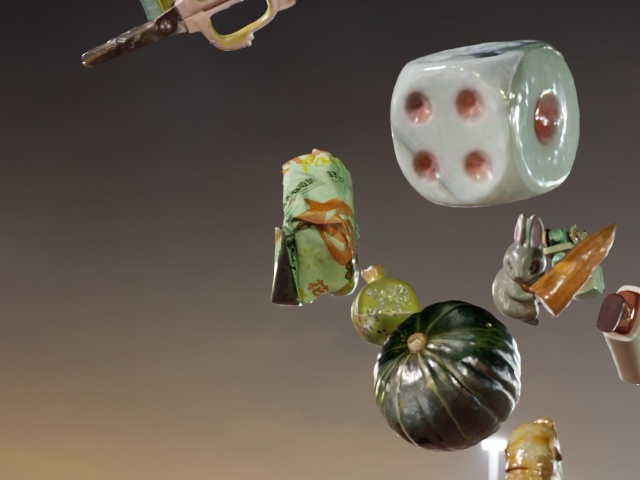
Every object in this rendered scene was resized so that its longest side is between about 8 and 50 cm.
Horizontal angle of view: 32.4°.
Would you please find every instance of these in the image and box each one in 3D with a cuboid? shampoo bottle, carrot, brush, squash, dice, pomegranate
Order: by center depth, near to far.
[{"bbox_3d":[0.177,0.187,1.528,0.172,0.218,0.218,37,-30,-22],"label":"squash"},{"bbox_3d":[0.533,0.148,1.913,0.071,0.153,0.284,14,-12,32],"label":"shampoo bottle"},{"bbox_3d":[-0.250,-0.434,1.926,0.010,0.082,0.218,-18,9,33],"label":"brush"},{"bbox_3d":[0.466,0.044,1.984,0.072,0.205,0.072,44,-6,6],"label":"carrot"},{"bbox_3d":[0.305,-0.219,2.038,0.262,0.268,0.264,2,20,41],"label":"dice"},{"bbox_3d":[0.124,0.138,2.155,0.143,0.169,0.122,-15,-44,-24],"label":"pomegranate"}]

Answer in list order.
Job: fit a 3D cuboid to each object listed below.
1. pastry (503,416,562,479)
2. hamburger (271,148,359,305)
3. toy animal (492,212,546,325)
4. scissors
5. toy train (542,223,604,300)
[{"bbox_3d":[0.372,0.423,1.909,0.100,0.229,0.218,-3,-18,11],"label":"pastry"},{"bbox_3d":[-0.001,0.003,1.564,0.125,0.214,0.235,-1,-60,10],"label":"hamburger"},{"bbox_3d":[0.433,0.062,2.364,0.127,0.125,0.251,-10,-52,1],"label":"toy animal"},{"bbox_3d":[-0.196,-0.316,1.572,0.317,0.024,0.160,-24,-57,3],"label":"scissors"},{"bbox_3d":[0.518,0.043,2.251,0.081,0.125,0.194,-17,-27,30],"label":"toy train"}]
